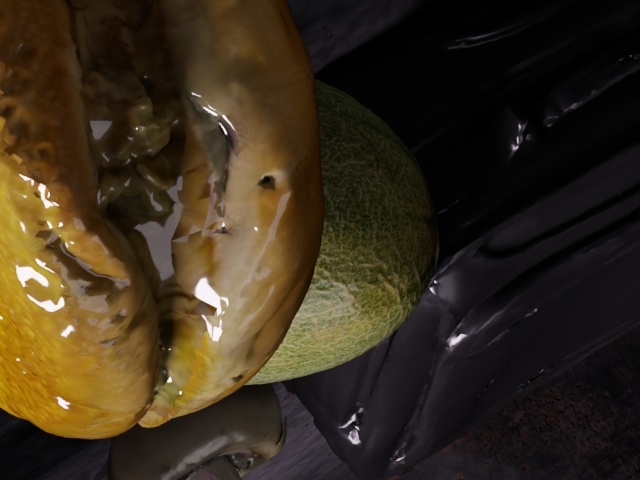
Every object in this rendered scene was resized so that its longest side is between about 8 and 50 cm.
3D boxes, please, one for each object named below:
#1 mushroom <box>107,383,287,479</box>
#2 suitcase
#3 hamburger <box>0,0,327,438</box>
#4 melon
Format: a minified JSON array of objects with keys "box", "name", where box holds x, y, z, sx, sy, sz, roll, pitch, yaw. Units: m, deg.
[{"box":[-0.094,0.160,1.104,0.154,0.122,0.154,-26,167,-7],"name":"mushroom"},{"box":[0.123,-0.032,0.908,0.345,0.188,0.339,-28,158,-22],"name":"suitcase"},{"box":[-0.075,-0.007,0.548,0.144,0.156,0.283,-29,162,-24],"name":"hamburger"},{"box":[0.000,0.000,0.680,0.128,0.160,0.079,2,-170,-12],"name":"melon"}]
